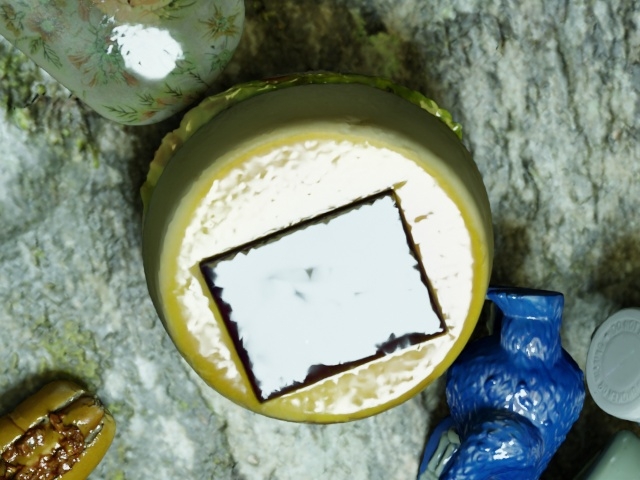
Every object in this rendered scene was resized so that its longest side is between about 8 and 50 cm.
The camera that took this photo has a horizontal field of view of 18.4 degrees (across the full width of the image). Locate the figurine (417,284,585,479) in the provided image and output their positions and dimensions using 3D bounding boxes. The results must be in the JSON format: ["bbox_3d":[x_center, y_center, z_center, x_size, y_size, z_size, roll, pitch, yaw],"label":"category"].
[{"bbox_3d":[0.157,0.160,1.662,0.121,0.164,0.262,9,105,-7],"label":"figurine"}]

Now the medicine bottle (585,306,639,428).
[{"bbox_3d":[0.332,0.119,1.678,0.215,0.135,0.135,14,105,-35],"label":"medicine bottle"}]

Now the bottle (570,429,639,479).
[{"bbox_3d":[0.333,0.339,1.682,0.352,0.229,0.229,37,97,6],"label":"bottle"}]

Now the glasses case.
[{"bbox_3d":[-0.239,-0.255,1.487,0.425,0.098,0.156,40,100,-20],"label":"glasses case"}]

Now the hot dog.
[{"bbox_3d":[-0.276,0.216,1.641,0.249,0.076,0.102,-37,114,0],"label":"hot dog"}]

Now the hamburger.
[{"bbox_3d":[0.000,0.000,1.574,0.300,0.176,0.300,-2,108,-5],"label":"hamburger"}]
